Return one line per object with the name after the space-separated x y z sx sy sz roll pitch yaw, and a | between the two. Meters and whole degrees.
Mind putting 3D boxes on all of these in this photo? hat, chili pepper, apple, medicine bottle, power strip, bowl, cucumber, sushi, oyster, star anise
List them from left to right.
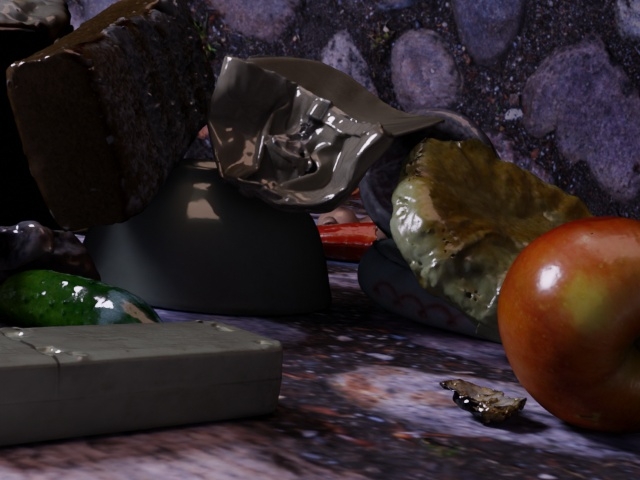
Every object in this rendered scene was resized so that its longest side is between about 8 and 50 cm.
-0.409 -0.134 1.250 0.281 0.294 0.299 5 17 -3 | sushi
-0.330 0.010 1.020 0.262 0.081 0.230 1 -6 -16 | star anise
-0.156 0.083 0.691 0.288 0.053 0.093 1 9 -42 | power strip
-0.192 0.057 0.917 0.250 0.056 0.056 10 7 41 | cucumber
-0.122 -0.014 1.254 0.289 0.146 0.289 6 6 -1 | bowl
0.000 0.002 1.713 0.169 0.064 0.088 1 -10 -5 | chili pepper
0.006 -0.104 1.211 0.214 0.149 0.245 30 11 29 | hat
0.162 -0.040 1.394 0.165 0.165 0.273 9 -13 25 | medicine bottle
0.118 0.117 0.824 0.054 0.019 0.083 6 3 -16 | oyster
0.206 0.059 0.815 0.163 0.163 0.139 5 13 -11 | apple

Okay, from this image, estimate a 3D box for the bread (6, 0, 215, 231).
-0.199 -0.151 1.171 0.113 0.165 0.416 -15 19 10 | bread

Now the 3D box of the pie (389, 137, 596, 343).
0.192 0.004 1.141 0.306 0.071 0.306 24 33 -17 | pie

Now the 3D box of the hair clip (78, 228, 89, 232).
-0.379 -0.054 1.750 0.278 0.090 0.137 12 10 13 | hair clip

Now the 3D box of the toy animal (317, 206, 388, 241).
0.056 -0.017 1.822 0.150 0.089 0.083 14 -1 -25 | toy animal

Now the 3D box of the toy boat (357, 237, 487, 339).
0.132 0.064 1.213 0.208 0.078 0.134 20 18 23 | toy boat
